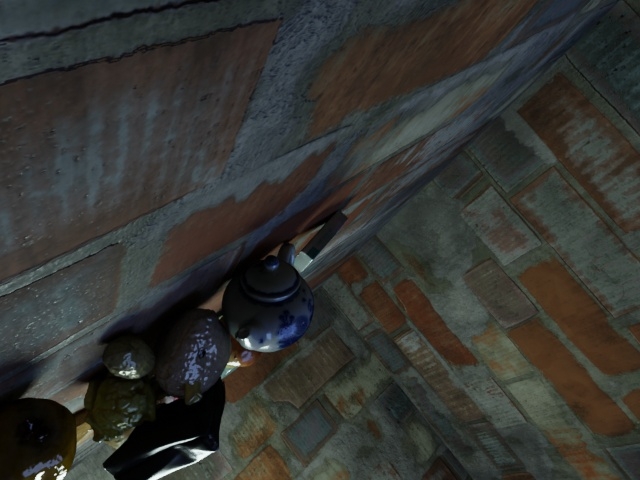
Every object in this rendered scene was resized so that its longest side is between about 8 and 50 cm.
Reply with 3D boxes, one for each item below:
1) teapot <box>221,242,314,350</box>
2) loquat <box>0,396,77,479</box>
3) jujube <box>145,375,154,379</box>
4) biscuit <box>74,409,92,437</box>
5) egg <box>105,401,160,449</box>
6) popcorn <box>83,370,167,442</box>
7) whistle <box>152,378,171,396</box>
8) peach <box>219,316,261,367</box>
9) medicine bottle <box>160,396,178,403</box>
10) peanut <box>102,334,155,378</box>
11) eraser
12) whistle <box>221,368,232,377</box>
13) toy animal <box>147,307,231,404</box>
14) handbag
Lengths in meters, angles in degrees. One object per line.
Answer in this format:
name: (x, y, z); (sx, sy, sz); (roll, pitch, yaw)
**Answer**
teapot: (-0.140, 0.153, 1.335); (0.424, 0.252, 0.280); (-66, 166, -54)
loquat: (-0.554, 0.387, 0.916); (0.187, 0.176, 0.234); (-30, 158, -51)
jujube: (-0.537, 0.393, 1.444); (0.129, 0.077, 0.077); (-30, 177, 26)
biscuit: (-0.868, 0.667, 1.516); (0.365, 0.062, 0.385); (-44, 171, 38)
egg: (-0.656, 0.610, 1.699); (0.233, 0.195, 0.195); (-57, 172, 0)
popcorn: (-0.507, 0.412, 1.268); (0.185, 0.167, 0.187); (-22, 171, 18)
whistle: (-0.530, 0.451, 1.551); (0.269, 0.093, 0.180); (-17, -139, 46)
peach: (-0.307, 0.345, 1.770); (0.232, 0.232, 0.232); (-38, 172, -6)
medicine bottle: (-0.604, 0.595, 2.031); (0.147, 0.147, 0.247); (-41, 171, 18)
peanut: (-0.431, 0.263, 1.104); (0.098, 0.090, 0.214); (6, 158, -9)
eraser: (0.000, 0.000, 1.568); (0.225, 0.052, 0.095); (-49, 180, -38)
whistle: (-0.386, 0.490, 2.341); (0.404, 0.168, 0.188); (-36, 171, -16)
toy animal: (-0.342, 0.304, 1.305); (0.226, 0.188, 0.358); (-62, 168, -20)
handbag: (-0.405, 0.516, 1.369); (0.342, 0.152, 0.288); (-28, -165, 11)
